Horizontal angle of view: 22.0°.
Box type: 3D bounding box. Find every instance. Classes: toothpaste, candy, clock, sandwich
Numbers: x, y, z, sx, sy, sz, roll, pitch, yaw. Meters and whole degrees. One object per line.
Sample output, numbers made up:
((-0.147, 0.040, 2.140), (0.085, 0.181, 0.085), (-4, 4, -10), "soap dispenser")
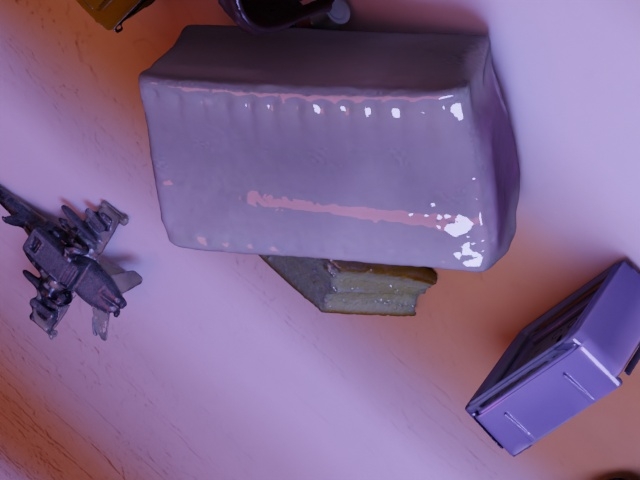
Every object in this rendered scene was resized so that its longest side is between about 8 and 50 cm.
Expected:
((-0.044, -0.199, 1.709), (0.056, 0.036, 0.205), (48, 140, -12), "toothpaste")
((0.010, -0.097, 1.626), (0.359, 0.145, 0.208), (4, 124, 19), "candy")
((0.247, 0.121, 1.662), (0.073, 0.144, 0.193), (45, 136, -2), "clock")
((0.000, 0.000, 1.790), (0.258, 0.096, 0.094), (40, 142, 7), "sandwich")

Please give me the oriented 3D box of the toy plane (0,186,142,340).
((-0.336, 0.007, 2.036), (0.262, 0.088, 0.192), (37, 109, 11), "toy plane")

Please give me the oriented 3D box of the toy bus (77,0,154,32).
((-0.177, -0.302, 1.665), (0.098, 0.114, 0.201), (49, 136, -5), "toy bus")

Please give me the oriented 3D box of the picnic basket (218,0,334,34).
((-0.058, -0.356, 1.498), (0.129, 0.222, 0.296), (25, 138, 50), "picnic basket")

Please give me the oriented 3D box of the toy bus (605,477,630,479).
((0.409, 0.378, 1.670), (0.427, 0.233, 0.203), (-15, 116, 42), "toy bus")
